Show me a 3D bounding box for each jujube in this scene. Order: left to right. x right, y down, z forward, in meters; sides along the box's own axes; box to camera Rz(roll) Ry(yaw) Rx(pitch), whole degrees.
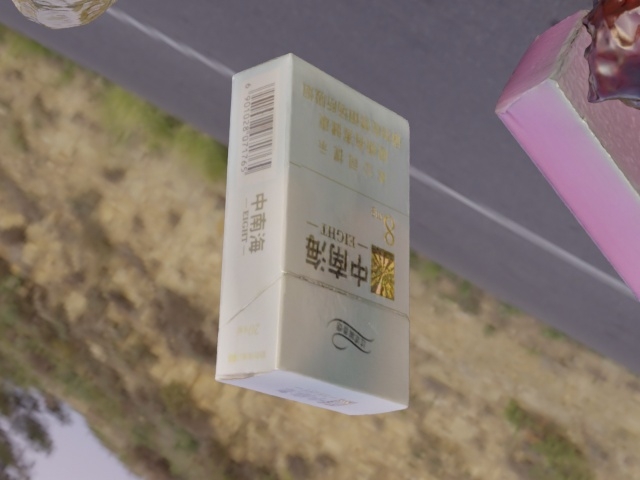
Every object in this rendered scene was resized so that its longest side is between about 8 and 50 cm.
[{"bbox_3d":[0.183,-0.115,0.572,0.104,0.104,0.166,31,-146,5],"label":"jujube"}]

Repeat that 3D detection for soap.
[{"bbox_3d":[0.297,-0.086,1.197,0.081,0.181,0.259,-28,108,38],"label":"soap"}]

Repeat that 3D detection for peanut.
[{"bbox_3d":[-0.154,-0.175,0.740,0.080,0.080,0.174,33,173,-16],"label":"peanut"}]

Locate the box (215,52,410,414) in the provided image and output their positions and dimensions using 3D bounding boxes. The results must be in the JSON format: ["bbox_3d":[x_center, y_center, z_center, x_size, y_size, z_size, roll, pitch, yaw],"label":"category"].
[{"bbox_3d":[0.000,0.000,0.901,0.067,0.243,0.155,-15,156,39],"label":"box"}]
